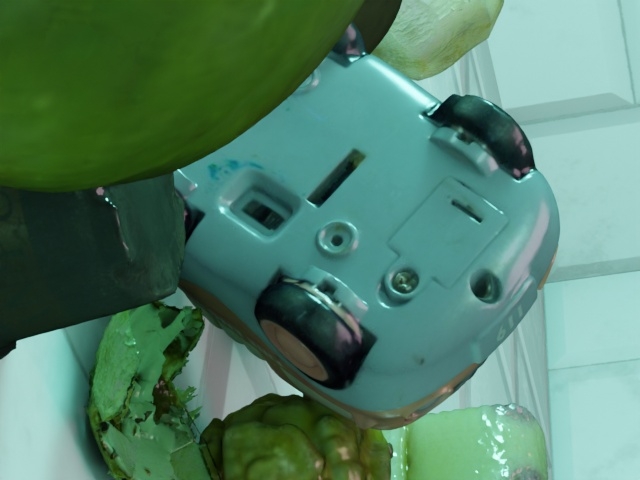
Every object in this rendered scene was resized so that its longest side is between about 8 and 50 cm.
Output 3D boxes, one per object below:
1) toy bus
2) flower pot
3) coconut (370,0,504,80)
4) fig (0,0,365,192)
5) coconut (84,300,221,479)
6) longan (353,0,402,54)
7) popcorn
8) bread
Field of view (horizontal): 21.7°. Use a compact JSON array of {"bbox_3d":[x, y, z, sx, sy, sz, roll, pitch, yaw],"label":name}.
[{"bbox_3d":[0.004,0.003,1.063,0.194,0.287,0.232,-47,157,-21],"label":"toy bus"},{"bbox_3d":[-0.130,-0.022,0.820,0.157,0.106,0.157,-8,90,-80],"label":"flower pot"},{"bbox_3d":[0.106,-0.275,1.923,0.194,0.194,0.194,-8,90,-78],"label":"coconut"},{"bbox_3d":[-0.081,-0.185,0.648,0.316,0.316,0.316,-8,90,-78],"label":"fig"},{"bbox_3d":[-0.101,0.092,0.989,0.133,0.055,0.158,-86,165,-48],"label":"coconut"},{"bbox_3d":[-0.031,-0.196,1.187,0.220,0.196,0.197,81,2,-82],"label":"longan"},{"bbox_3d":[-0.016,0.200,1.132,0.168,0.173,0.195,171,-99,-81],"label":"popcorn"},{"bbox_3d":[0.141,0.333,1.645,0.155,0.187,0.338,62,21,-52],"label":"bread"}]
